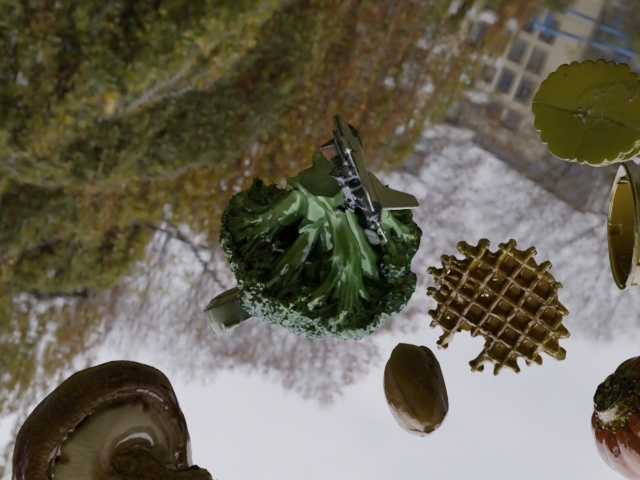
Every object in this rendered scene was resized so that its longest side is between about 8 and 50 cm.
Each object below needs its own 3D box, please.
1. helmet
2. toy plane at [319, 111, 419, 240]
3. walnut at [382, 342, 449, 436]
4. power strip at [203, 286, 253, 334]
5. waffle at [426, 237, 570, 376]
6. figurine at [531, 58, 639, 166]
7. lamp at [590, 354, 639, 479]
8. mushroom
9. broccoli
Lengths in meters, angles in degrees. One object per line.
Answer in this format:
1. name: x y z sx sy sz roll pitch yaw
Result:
1. helmet: 0.615 -0.023 2.076 0.140 0.257 0.205 -1 -132 1
2. toy plane: 0.039 -0.087 1.430 0.234 0.082 0.160 54 173 46
3. walnut: 0.197 0.304 2.347 0.137 0.137 0.245 11 -135 -24
4. power strip: -0.137 0.106 1.752 0.286 0.080 0.048 -125 9 -87
5. waffle: 0.285 0.107 1.825 0.228 0.232 0.051 -7 -167 22
6. figurine: 0.494 -0.173 1.797 0.187 0.168 0.315 -12 166 36
7. lamp: 0.546 0.290 1.862 0.196 0.223 0.223 28 -164 -18
8. mushroom: -0.352 0.377 1.975 0.345 0.346 0.259 7 -177 -34
9. broccoli: 0.000 0.000 1.620 0.307 0.275 0.308 -4 -133 4
